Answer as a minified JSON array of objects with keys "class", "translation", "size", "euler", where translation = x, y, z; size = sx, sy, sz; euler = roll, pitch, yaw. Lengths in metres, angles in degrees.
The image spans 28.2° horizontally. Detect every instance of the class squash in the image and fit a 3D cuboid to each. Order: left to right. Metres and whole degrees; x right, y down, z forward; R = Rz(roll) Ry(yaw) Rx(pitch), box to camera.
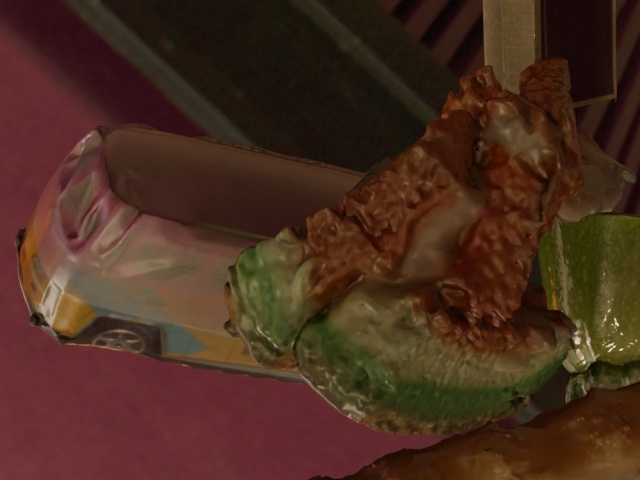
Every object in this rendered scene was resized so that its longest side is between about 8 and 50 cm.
[{"class":"squash","translation":[0.160,0.052,0.683],"size":[0.105,0.105,0.132],"euler":[5,87,22]}]

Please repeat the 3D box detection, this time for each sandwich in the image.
[{"class":"sandwich","translation":[0.064,0.003,0.571],"size":[0.109,0.185,0.160],"euler":[46,117,23]}]

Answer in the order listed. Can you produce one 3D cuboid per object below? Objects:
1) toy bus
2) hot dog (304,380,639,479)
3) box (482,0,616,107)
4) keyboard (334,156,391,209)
[{"class":"toy bus","translation":[-0.059,0.010,1.108],"size":[0.386,0.171,0.162],"euler":[11,128,-23]},{"class":"hot dog","translation":[0.000,0.097,0.343],"size":[0.289,0.083,0.068],"euler":[-22,82,1]},{"class":"box","translation":[0.122,-0.108,0.666],"size":[0.035,0.083,0.079],"euler":[9,109,43]},{"class":"keyboard","translation":[0.000,0.000,0.847],"size":[0.013,0.204,0.061],"euler":[39,121,2]}]
